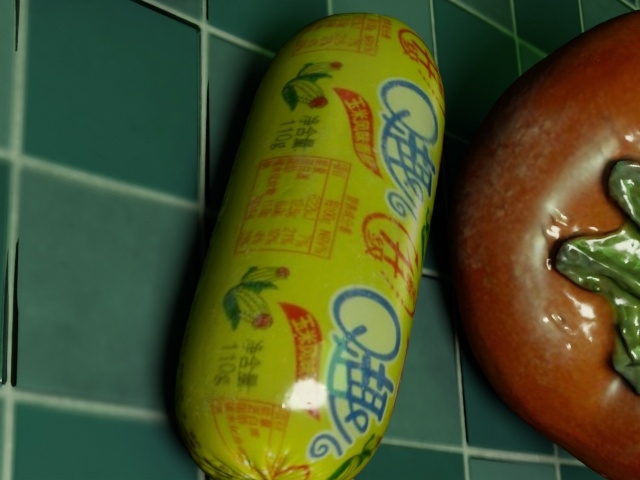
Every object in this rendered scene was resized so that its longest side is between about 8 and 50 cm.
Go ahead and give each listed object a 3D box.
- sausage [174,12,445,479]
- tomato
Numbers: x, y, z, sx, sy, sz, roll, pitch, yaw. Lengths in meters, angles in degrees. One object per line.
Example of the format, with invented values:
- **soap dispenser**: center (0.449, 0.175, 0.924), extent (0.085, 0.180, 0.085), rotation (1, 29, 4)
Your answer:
- **sausage**: center (0.000, 0.000, 0.673), extent (0.123, 0.123, 0.347), rotation (38, 50, -34)
- **tomato**: center (0.266, 0.002, 0.827), extent (0.273, 0.341, 0.341), rotation (-29, 99, -64)
